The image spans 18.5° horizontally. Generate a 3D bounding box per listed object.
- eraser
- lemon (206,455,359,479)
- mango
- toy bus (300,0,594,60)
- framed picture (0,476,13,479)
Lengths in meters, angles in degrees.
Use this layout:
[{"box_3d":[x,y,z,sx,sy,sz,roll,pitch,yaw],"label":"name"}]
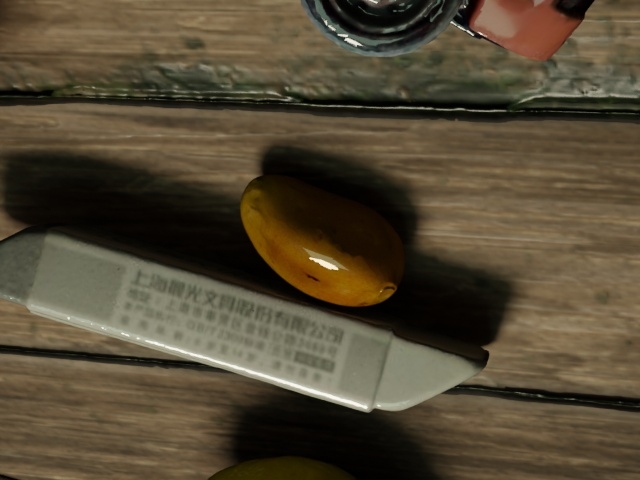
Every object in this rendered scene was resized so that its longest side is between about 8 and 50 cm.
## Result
[{"box_3d":[-0.066,0.049,1.289,0.352,0.089,0.061,17,96,7],"label":"eraser"},{"box_3d":[-0.019,0.252,1.418,0.184,0.184,0.248,-6,151,29],"label":"lemon"},{"box_3d":[0.000,0.000,1.237,0.114,0.060,0.080,31,154,-12],"label":"mango"},{"box_3d":[-0.033,-0.271,0.845,0.427,0.203,0.233,31,111,-9],"label":"toy bus"},{"box_3d":[-0.236,0.303,1.688,0.211,0.020,0.289,14,137,10],"label":"framed picture"}]
